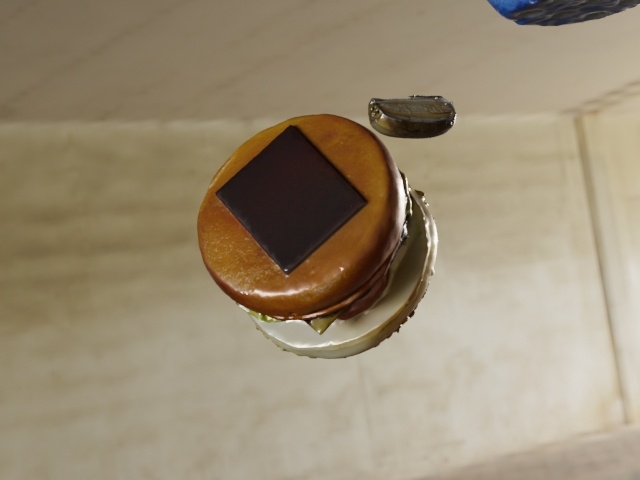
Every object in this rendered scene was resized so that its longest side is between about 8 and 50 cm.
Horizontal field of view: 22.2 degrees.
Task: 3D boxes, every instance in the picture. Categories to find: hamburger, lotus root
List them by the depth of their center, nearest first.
[{"bbox_3d":[0.078,-0.099,1.369,0.083,0.037,0.030,-4,-46,-32],"label":"lotus root"},{"bbox_3d":[0.000,0.000,2.014,0.291,0.291,0.225,-10,-27,22],"label":"hamburger"}]

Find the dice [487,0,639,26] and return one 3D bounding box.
[{"bbox_3d":[0.228,-0.281,1.492,0.143,0.146,0.146,-6,-5,-30],"label":"dice"}]
